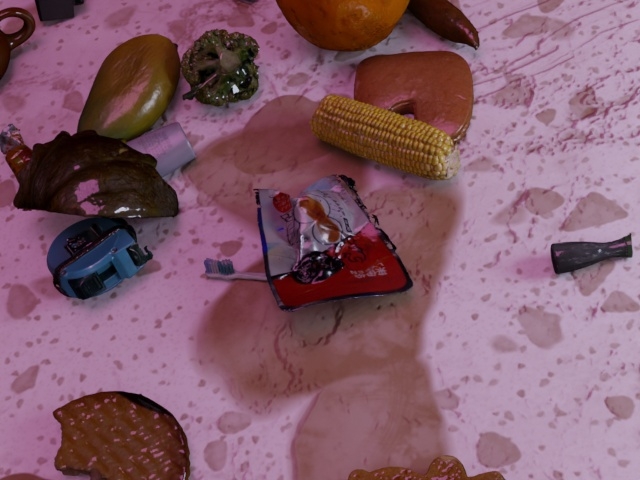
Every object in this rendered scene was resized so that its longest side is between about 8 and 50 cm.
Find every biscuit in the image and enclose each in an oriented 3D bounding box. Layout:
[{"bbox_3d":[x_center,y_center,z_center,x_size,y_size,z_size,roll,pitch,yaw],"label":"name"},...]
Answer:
[{"bbox_3d":[0.141,-0.221,1.860,0.192,0.036,0.186,-2,56,15],"label":"biscuit"},{"bbox_3d":[-0.261,0.290,1.592,0.176,0.031,0.228,-24,54,-3],"label":"biscuit"},{"bbox_3d":[0.125,0.338,1.453,0.226,0.036,0.166,-4,53,15],"label":"biscuit"}]

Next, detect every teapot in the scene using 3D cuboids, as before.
[{"bbox_3d":[-0.615,-0.338,2.082,0.252,0.135,0.178,-29,56,-6],"label":"teapot"},{"bbox_3d":[0.369,0.016,1.623,0.111,0.042,0.042,-11,53,4],"label":"teapot"}]

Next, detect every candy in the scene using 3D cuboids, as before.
[{"bbox_3d":[-0.472,-0.117,1.938,0.053,0.046,0.182,-31,58,-13],"label":"candy"}]

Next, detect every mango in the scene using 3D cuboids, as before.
[{"bbox_3d":[-0.307,-0.236,1.956,0.137,0.091,0.237,3,61,24],"label":"mango"}]

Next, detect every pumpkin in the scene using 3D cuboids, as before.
[{"bbox_3d":[-0.340,-0.100,1.777,0.254,0.149,0.130,4,93,0],"label":"pumpkin"}]

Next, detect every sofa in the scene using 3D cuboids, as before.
[{"bbox_3d":[-0.484,-0.462,2.195,0.085,0.060,0.147,-12,51,-15],"label":"sofa"}]

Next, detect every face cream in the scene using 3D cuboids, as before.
[{"bbox_3d":[-0.296,-0.114,1.882,0.198,0.057,0.084,-27,64,-4],"label":"face cream"}]

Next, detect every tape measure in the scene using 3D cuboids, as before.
[{"bbox_3d":[-0.336,0.024,1.776,0.146,0.081,0.125,-36,43,-15],"label":"tape measure"}]

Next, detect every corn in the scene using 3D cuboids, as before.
[{"bbox_3d":[0.095,-0.155,1.794,0.248,0.081,0.081,23,63,28],"label":"corn"}]

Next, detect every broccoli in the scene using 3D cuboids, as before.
[{"bbox_3d":[-0.158,-0.278,1.928,0.131,0.120,0.130,12,82,-18],"label":"broccoli"}]

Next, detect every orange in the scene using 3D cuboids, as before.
[{"bbox_3d":[0.041,-0.421,1.908,0.240,0.240,0.240,-7,53,10],"label":"orange"}]

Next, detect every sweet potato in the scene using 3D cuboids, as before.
[{"bbox_3d":[0.177,-0.380,1.956,0.057,0.057,0.264,-34,52,-11],"label":"sweet potato"}]

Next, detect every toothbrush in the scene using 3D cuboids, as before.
[{"bbox_3d":[-0.022,0.052,1.711,0.304,0.030,0.030,5,56,15],"label":"toothbrush"}]

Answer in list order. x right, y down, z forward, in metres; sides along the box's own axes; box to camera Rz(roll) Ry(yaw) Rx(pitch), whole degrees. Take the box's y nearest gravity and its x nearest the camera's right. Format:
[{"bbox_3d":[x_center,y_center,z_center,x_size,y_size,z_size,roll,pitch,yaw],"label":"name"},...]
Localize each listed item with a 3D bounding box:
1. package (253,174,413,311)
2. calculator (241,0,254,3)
[{"bbox_3d":[0.000,0.000,1.711,0.194,0.071,0.269,-18,50,-10],"label":"package"},{"bbox_3d":[-0.118,-0.536,2.169,0.161,0.021,0.261,20,61,27],"label":"calculator"}]
